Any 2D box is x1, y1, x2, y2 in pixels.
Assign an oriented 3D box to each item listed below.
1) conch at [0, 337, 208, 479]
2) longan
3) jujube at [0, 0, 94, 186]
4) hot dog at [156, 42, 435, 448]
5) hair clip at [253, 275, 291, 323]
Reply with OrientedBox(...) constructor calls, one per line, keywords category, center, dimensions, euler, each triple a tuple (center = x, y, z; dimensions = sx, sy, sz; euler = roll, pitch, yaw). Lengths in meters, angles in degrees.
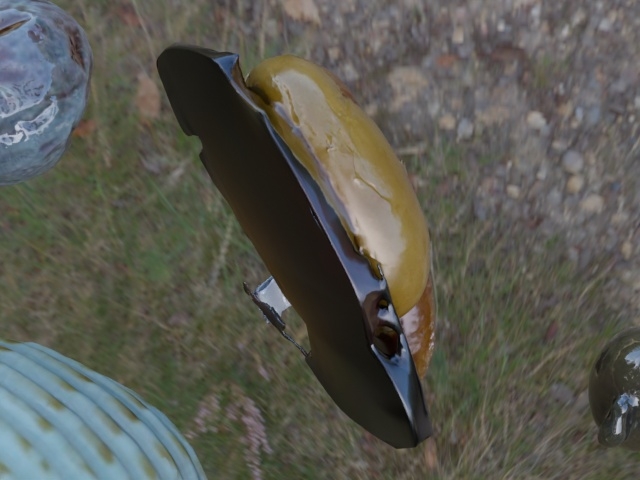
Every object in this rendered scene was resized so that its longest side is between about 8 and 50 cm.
OrientedBox(category="conch", center=(-0.147, 0.187, 0.828), dimensions=(0.215, 0.319, 0.302), euler=(-9, 72, -9))
OrientedBox(category="longan", center=(0.256, 0.119, 1.215), dimensions=(0.106, 0.106, 0.119), euler=(45, 50, 12))
OrientedBox(category="jujube", center=(-0.408, -0.174, 1.765), dimensions=(0.308, 0.246, 0.215), euler=(-18, 119, -11))
OrientedBox(category="hot dog", center=(0.010, -0.018, 1.158), dimensions=(0.107, 0.194, 0.326), euler=(-31, 111, -24))
OrientedBox(category="hair clip", center=(0.000, 0.000, 1.641), dimensions=(0.054, 0.140, 0.220), euler=(-9, 31, 36))
